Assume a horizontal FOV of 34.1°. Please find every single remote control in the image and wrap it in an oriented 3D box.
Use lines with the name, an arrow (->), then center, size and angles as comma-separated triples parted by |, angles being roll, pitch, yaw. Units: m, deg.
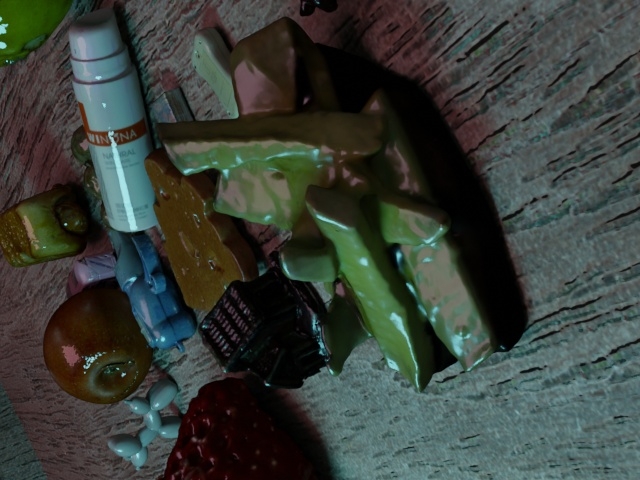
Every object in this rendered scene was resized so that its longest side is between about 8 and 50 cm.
remote control -> -0.124, -0.214, 1.343 | 0.122, 0.032, 0.074 | 55, 151, 18

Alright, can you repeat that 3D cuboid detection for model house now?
model house -> -0.074, 0.128, 1.419 | 0.165, 0.152, 0.106 | 51, 155, 27

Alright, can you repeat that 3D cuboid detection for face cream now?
face cream -> -0.319, -0.183, 1.628 | 0.102, 0.102, 0.345 | 31, 139, 46

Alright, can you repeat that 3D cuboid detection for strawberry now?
strawberry -> -0.146, 0.390, 1.645 | 0.317, 0.295, 0.345 | 43, -156, -61

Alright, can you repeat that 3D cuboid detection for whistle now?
whistle -> -0.302, 0.083, 1.840 | 0.269, 0.093, 0.180 | 62, 158, 17

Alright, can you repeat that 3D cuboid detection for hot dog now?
hot dog -> -0.542, -0.029, 2.073 | 0.257, 0.153, 0.150 | -14, 96, 59

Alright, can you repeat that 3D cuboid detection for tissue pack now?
tissue pack -> -0.212, -0.174, 1.522 | 0.063, 0.035, 0.083 | -22, 94, 62

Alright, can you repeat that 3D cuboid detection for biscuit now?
biscuit -> -0.187, 0.005, 1.617 | 0.284, 0.043, 0.306 | 49, 150, 24

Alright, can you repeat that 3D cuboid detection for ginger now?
ginger -> 0.000, 0.000, 1.130 | 0.413, 0.211, 0.358 | 58, 153, 11
ginger -> -0.362, -0.105, 1.784 | 0.104, 0.080, 0.204 | -14, 98, 56

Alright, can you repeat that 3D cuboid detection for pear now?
pear -> -0.508, -0.427, 1.605 | 0.269, 0.269, 0.321 | 8, 106, 57

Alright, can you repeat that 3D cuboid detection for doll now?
doll -> -0.340, 0.366, 2.042 | 0.059, 0.160, 0.161 | 24, 131, 49

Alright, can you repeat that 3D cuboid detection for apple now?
apple -> -0.419, 0.210, 1.997 | 0.173, 0.210, 0.234 | 47, 163, 50

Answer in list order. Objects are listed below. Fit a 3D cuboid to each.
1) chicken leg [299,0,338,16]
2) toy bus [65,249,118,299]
chicken leg -> -0.102, -0.395, 1.103 | 0.407, 0.096, 0.158 | 60, 147, 13
toy bus -> -0.449, 0.078, 2.063 | 0.063, 0.090, 0.203 | 70, 156, 13
